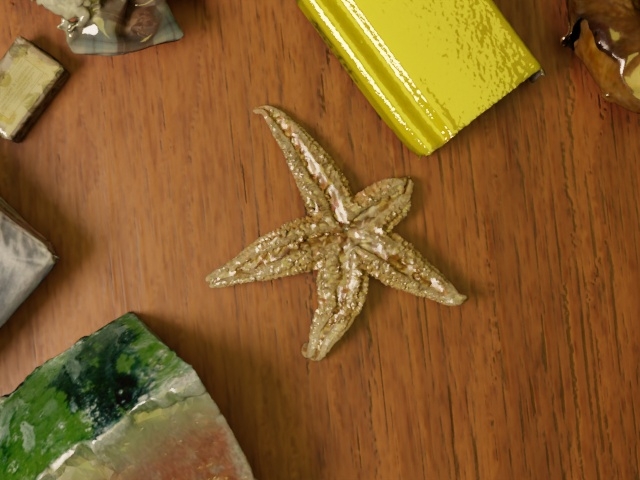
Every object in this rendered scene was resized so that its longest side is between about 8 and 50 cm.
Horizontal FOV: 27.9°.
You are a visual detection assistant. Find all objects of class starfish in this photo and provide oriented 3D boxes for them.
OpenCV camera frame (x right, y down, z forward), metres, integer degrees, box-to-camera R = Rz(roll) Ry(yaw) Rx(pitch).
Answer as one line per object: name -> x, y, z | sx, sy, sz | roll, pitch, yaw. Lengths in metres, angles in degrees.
starfish -> 0.000, 0.000, 1.318 | 0.231, 0.048, 0.295 | -42, 90, -3

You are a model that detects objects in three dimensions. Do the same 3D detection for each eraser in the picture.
eraser -> 0.098, -0.211, 1.316 | 0.158, 0.069, 0.226 | -36, 90, -2

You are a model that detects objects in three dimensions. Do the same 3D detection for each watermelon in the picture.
watermelon -> -0.191, 0.238, 1.252 | 0.264, 0.151, 0.302 | -43, 90, -3

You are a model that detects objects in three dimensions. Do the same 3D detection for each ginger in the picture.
ginger -> 0.318, -0.279, 1.312 | 0.133, 0.107, 0.309 | 5, 85, 12

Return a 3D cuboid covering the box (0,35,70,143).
box -> -0.307, -0.152, 1.309 | 0.062, 0.045, 0.098 | 34, 89, 0

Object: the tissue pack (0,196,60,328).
tissue pack -> -0.459, 0.068, 1.238 | 0.259, 0.122, 0.361 | 41, 86, -19

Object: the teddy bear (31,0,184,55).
teddy bear -> -0.329, -0.372, 1.281 | 0.375, 0.362, 0.327 | 19, 64, 40
